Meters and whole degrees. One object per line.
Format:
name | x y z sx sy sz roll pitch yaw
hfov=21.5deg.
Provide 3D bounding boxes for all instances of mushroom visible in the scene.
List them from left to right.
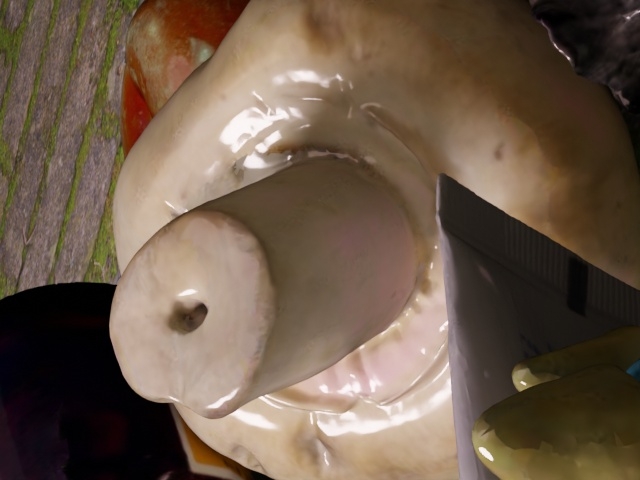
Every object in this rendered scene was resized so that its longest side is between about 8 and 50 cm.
mushroom | 0.015 -0.016 1.062 0.353 0.353 0.325 -29 54 59

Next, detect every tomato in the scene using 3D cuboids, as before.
tomato | -0.045 -0.099 1.402 0.270 0.222 0.270 167 90 -74

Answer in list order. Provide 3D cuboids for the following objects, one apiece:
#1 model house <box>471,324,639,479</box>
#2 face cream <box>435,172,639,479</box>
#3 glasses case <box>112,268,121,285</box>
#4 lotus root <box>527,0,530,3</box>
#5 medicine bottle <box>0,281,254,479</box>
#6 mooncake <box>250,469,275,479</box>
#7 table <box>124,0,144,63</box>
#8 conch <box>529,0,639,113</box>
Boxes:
model house | 0.179 0.123 0.697 0.194 0.325 0.267 -52 35 41
face cream | 0.155 0.178 0.823 0.137 0.234 0.420 -33 46 37
glasses case | -0.186 0.051 1.842 0.197 0.049 0.076 -23 59 61
lotus root | 0.063 -0.277 1.251 0.250 0.250 0.346 -40 42 54
medicine bottle | -0.150 0.243 1.152 0.242 0.242 0.395 -56 37 39
mooncake | -0.147 0.277 1.492 0.356 0.194 0.356 -33 50 52
table | -0.118 -0.274 1.752 0.126 0.126 0.220 24 100 65
conch | 0.166 -0.202 0.983 0.186 0.240 0.313 117 141 -59
